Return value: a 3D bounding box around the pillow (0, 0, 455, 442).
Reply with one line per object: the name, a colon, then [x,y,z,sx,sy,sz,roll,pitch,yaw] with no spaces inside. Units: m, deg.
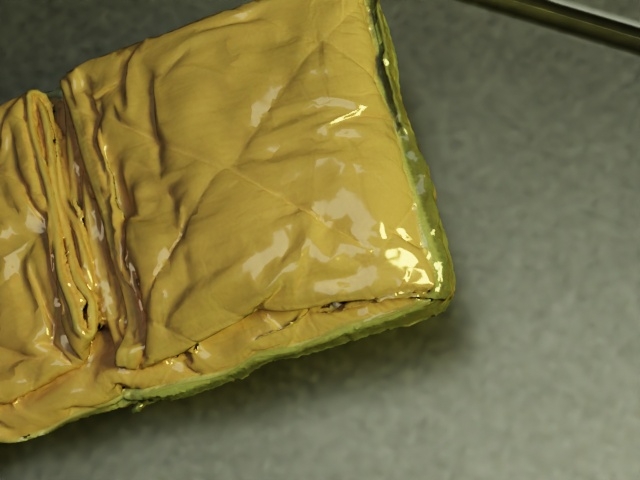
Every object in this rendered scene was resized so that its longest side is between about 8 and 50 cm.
pillow: [-0.075,-0.002,0.505,0.232,0.043,0.126,-19,66,17]
